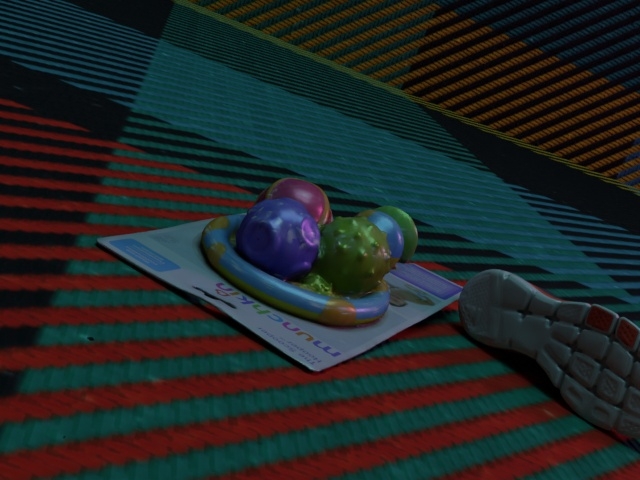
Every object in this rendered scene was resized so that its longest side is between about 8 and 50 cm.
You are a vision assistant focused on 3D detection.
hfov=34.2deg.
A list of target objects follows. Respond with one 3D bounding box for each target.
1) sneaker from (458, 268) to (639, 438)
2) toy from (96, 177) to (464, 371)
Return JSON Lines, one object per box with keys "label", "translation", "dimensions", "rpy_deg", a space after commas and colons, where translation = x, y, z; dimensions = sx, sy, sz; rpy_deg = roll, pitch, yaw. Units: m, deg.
{"label": "sneaker", "translation": [0.157, 0.063, 0.622], "dimensions": [0.065, 0.061, 0.158], "rpy_deg": [18, 14, -49]}
{"label": "toy", "translation": [0.000, 0.000, 0.601], "dimensions": [0.137, 0.056, 0.237], "rpy_deg": [28, 14, 20]}
